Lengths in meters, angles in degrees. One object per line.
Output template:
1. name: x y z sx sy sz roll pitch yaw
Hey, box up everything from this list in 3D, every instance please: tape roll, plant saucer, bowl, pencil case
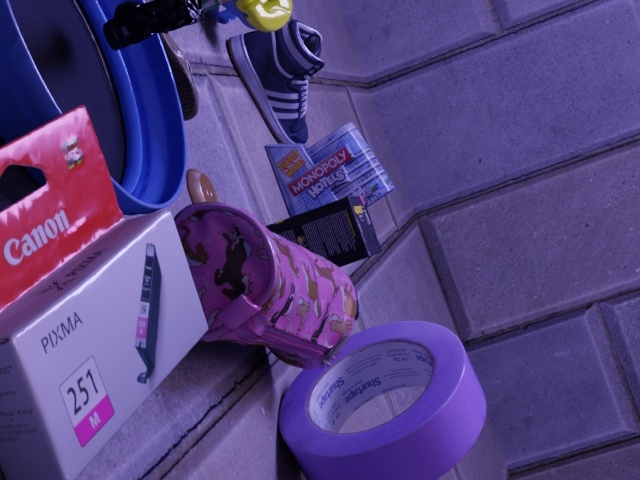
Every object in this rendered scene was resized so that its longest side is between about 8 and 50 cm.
1. tape roll: 0.083 0.229 1.498 0.275 0.274 0.090 -86 152 -61
2. plant saucer: -0.159 -0.062 1.507 0.083 0.015 0.083 -20 90 -78
3. bowl: -0.263 -0.205 1.147 0.391 0.077 0.391 -20 90 -77
4. pencil case: -0.070 0.067 1.378 0.160 0.167 0.386 -71 159 -6

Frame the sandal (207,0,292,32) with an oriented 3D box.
1. sandal: -0.178 -0.482 1.830 0.126 0.138 0.317 -36 108 -37

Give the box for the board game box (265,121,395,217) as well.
1. board game box: 0.000 -0.119 1.957 0.194 0.194 0.060 56 12 1

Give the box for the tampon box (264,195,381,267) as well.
1. tampon box: 0.000 0.000 1.747 0.120 0.161 0.102 -15 86 -78

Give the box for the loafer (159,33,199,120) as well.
1. loafer: -0.202 -0.235 1.487 0.050 0.056 0.148 -54 124 -67

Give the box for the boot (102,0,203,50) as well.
1. boot: -0.173 -0.243 1.176 0.121 0.099 0.045 -79 148 -66

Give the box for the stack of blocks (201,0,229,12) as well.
1. stack of blocks: -0.205 -0.458 1.548 0.297 0.171 0.087 54 21 -54

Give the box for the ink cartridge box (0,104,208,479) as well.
1. ink cartridge box: -0.203 0.030 0.911 0.275 0.060 0.239 -51 129 -61

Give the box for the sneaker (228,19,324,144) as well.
1. sneaker: -0.042 -0.285 2.009 0.282 0.153 0.099 57 19 -46
